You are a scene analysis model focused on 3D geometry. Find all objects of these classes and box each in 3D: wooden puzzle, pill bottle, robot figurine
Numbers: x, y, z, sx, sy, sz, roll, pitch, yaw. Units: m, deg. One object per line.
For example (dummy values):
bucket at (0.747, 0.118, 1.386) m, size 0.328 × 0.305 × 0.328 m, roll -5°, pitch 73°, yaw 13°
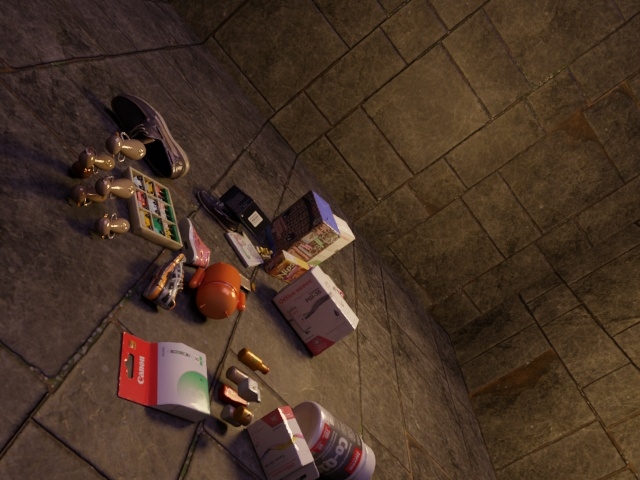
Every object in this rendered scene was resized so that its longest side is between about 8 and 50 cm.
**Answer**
wooden puzzle at (-0.280, 0.153, 1.832) m, size 0.116 × 0.014 × 0.078 m, roll 44°, pitch 15°, yaw -31°
pill bottle at (0.028, 0.610, 1.486) m, size 0.283 × 0.161 × 0.161 m, roll 44°, pitch 19°, yaw -28°
robot figurine at (-0.313, 0.154, 1.541) m, size 0.219 × 0.128 × 0.158 m, roll -97°, pitch 168°, yaw -61°

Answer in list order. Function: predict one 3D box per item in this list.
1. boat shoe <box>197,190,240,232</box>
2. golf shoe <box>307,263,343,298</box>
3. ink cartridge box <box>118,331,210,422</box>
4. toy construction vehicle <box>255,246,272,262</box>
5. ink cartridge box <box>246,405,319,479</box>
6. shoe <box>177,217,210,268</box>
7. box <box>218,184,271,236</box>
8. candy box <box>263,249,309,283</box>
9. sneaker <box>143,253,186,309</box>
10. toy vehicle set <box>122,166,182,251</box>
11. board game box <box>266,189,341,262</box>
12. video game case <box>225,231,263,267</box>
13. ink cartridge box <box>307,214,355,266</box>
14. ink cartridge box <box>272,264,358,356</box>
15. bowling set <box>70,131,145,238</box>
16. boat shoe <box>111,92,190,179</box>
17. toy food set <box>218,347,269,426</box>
boat shoe at (-0.396, -0.124, 1.978) m, size 0.206 × 0.065 × 0.075 m, roll 50°, pitch 17°, yaw -11°
golf shoe at (-0.014, 0.192, 2.348) m, size 0.306 × 0.115 × 0.140 m, roll 49°, pitch 6°, yaw -41°
ink cartridge box at (-0.365, 0.316, 1.199) m, size 0.225 × 0.056 × 0.181 m, roll 42°, pitch 20°, yaw -40°
toy construction vehicle at (-0.227, 0.060, 2.123) m, size 0.098 × 0.035 × 0.085 m, roll 34°, pitch 26°, yaw -50°
ink cartridge box at (-0.099, 0.556, 1.327) m, size 0.198 × 0.115 × 0.067 m, roll 60°, pitch 17°, yaw 23°
shoe at (-0.418, 0.011, 1.659) m, size 0.081 × 0.064 × 0.177 m, roll 31°, pitch 33°, yaw -55°
box at (-0.304, -0.120, 2.036) m, size 0.158 × 0.093 × 0.156 m, roll 37°, pitch -12°, yaw 39°
candy box at (-0.140, 0.115, 2.122) m, size 0.187 × 0.109 × 0.053 m, roll 32°, pitch 27°, yaw -51°
sneaker at (-0.422, 0.114, 1.413) m, size 0.083 × 0.084 × 0.215 m, roll 51°, pitch 25°, yaw -21°
toy vehicle set at (-0.535, -0.100, 1.600) m, size 0.166 × 0.035 × 0.266 m, roll 33°, pitch 26°, yaw -51°
board game box at (-0.083, -0.042, 2.269) m, size 0.141 × 0.291 × 0.232 m, roll 38°, pitch 22°, yaw -40°
video game case at (-0.300, 0.034, 2.004) m, size 0.157 × 0.019 × 0.143 m, roll 55°, pitch 16°, yaw 7°
ink cartridge box at (0.000, 0.000, 2.446) m, size 0.198 × 0.273 × 0.114 m, roll 27°, pitch 31°, yaw -58°
ink cartridge box at (-0.020, 0.271, 1.961) m, size 0.283 × 0.207 × 0.117 m, roll 53°, pitch 15°, yaw -1°
bowling set at (-0.607, -0.157, 1.347) m, size 0.200 × 0.286 × 0.154 m, roll 12°, pitch 5°, yaw 8°
boat shoe at (-0.606, -0.368, 1.781) m, size 0.355 × 0.132 × 0.130 m, roll 49°, pitch 17°, yaw -11°
toy food set at (-0.198, 0.414, 1.350) m, size 0.104 × 0.111 × 0.232 m, roll 44°, pitch 16°, yaw -30°
